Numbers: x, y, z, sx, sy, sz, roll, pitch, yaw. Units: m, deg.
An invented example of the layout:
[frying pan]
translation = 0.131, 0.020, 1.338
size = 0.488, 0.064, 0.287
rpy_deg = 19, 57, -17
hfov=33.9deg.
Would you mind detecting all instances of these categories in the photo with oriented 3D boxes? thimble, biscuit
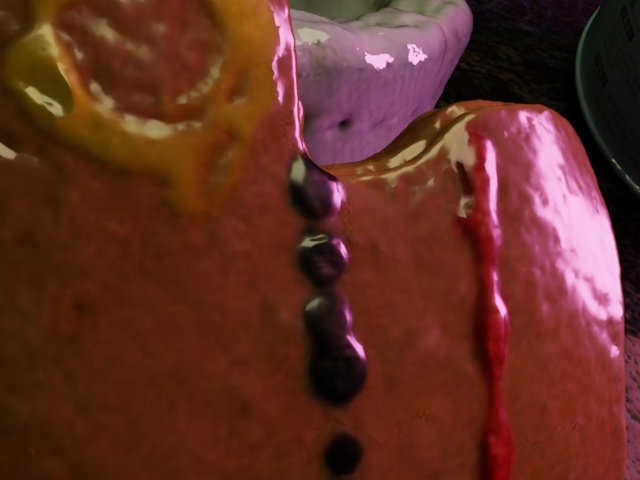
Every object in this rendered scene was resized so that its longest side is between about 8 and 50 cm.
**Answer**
[thimble]
translation = -0.042, -0.092, 0.515
size = 0.237, 0.150, 0.237
rpy_deg = 16, 37, -12
[biscuit]
translation = 0.001, 0.000, 0.373
size = 0.277, 0.262, 0.052
rpy_deg = 6, -3, -23

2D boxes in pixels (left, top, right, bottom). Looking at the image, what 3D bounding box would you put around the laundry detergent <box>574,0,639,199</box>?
[laundry detergent]
translation = 0.342, -0.171, 0.634
size = 0.287, 0.305, 0.287
rpy_deg = 5, 56, -8
